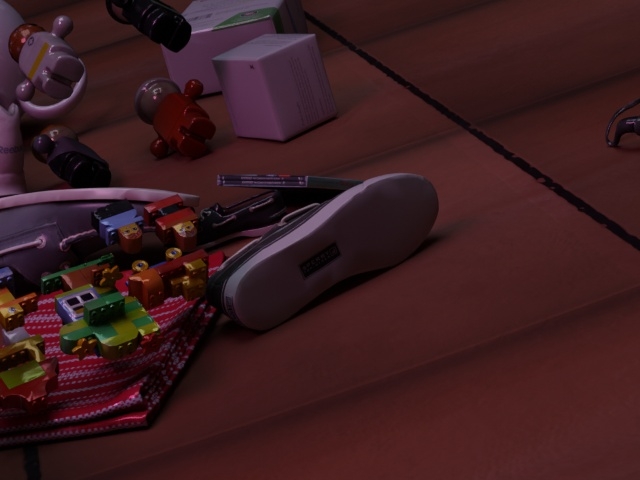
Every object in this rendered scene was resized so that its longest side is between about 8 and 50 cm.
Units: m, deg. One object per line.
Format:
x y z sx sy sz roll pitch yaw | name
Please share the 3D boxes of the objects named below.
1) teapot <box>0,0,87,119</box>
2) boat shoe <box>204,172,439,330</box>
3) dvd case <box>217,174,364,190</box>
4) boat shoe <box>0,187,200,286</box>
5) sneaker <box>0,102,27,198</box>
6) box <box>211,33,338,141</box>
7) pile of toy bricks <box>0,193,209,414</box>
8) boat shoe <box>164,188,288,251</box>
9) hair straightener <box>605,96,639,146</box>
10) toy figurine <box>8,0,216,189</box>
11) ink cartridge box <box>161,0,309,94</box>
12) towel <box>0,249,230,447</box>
-0.477 -0.195 2.066 0.256 0.252 0.187 -41 50 30 | teapot
0.000 0.000 1.341 0.219 0.078 0.070 -27 24 -25 | boat shoe
-0.029 -0.056 1.555 0.119 0.013 0.087 4 1 40 | dvd case
-0.261 0.004 1.527 0.319 0.099 0.116 -5 -4 18 | boat shoe
-0.437 -0.144 1.875 0.297 0.129 0.111 26 23 35 | sneaker
-0.052 -0.176 1.812 0.087 0.101 0.102 -29 22 -31 | box
-0.161 0.055 1.213 0.212 0.118 0.105 -22 48 -27 | pile of toy bricks
-0.093 -0.019 1.517 0.125 0.038 0.046 -12 20 9 | boat shoe
0.371 -0.118 1.440 0.230 0.047 0.089 -10 20 28 | hair straightener
-0.241 -0.176 1.794 0.209 0.213 0.148 -26 36 -17 | toy figurine
-0.111 -0.273 2.129 0.154 0.093 0.212 -11 22 12 | ink cartridge box
-0.192 0.089 1.320 0.198 0.031 0.275 -10 21 17 | towel
